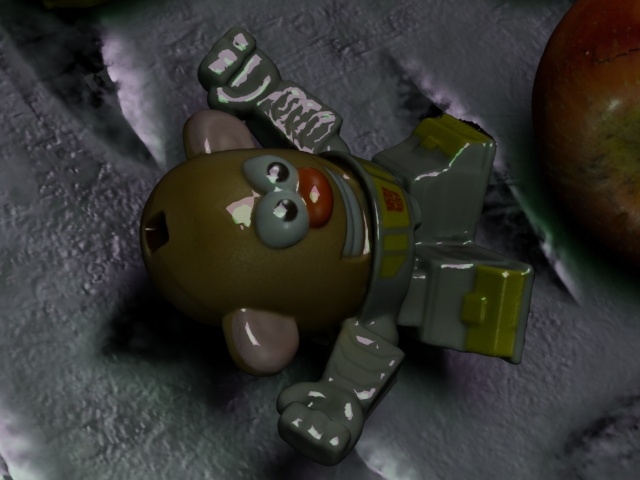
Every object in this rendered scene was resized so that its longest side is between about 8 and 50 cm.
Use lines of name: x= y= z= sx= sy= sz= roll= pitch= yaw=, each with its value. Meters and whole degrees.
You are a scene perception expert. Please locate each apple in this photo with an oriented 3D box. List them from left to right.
apple: x=0.310 y=-0.104 z=1.639 sx=0.271 sy=0.252 sz=0.206 roll=20 pitch=37 yaw=9

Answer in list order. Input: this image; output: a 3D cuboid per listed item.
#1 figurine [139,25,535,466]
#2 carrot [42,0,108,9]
figurine: x=0.000 y=0.002 z=1.495 sx=0.285 sy=0.167 sz=0.342 roll=3 pitch=38 yaw=-28
carrot: x=-0.219 y=-0.335 z=1.586 sx=0.241 sy=0.341 sz=0.241 roll=-6 pitch=62 yaw=11
